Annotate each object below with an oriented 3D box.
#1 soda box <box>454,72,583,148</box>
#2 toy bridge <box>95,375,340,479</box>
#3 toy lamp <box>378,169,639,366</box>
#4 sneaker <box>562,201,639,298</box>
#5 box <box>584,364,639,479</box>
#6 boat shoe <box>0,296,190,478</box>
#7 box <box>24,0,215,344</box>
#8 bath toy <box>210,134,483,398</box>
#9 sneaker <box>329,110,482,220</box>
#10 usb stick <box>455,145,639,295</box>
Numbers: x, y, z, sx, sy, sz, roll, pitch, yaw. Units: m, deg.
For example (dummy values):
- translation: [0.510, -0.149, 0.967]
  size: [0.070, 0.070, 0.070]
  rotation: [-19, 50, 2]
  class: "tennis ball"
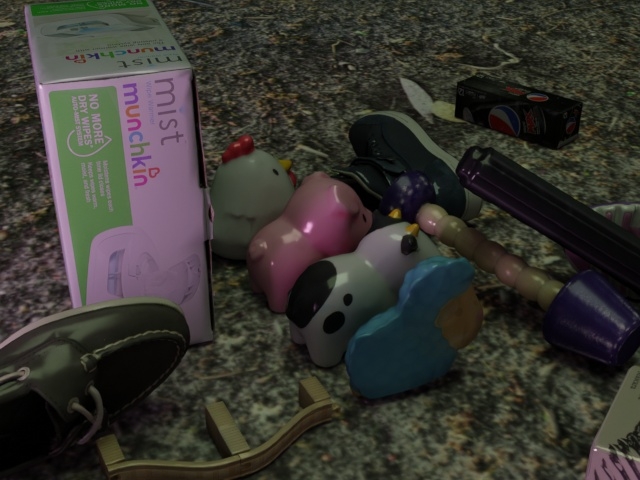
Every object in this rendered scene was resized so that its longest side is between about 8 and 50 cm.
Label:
- translation: [0.267, -0.178, 1.289]
  size: [0.169, 0.053, 0.060]
  rotation: [25, 38, 37]
  class: "soda box"
- translation: [-0.069, 0.151, 0.717]
  size: [0.188, 0.026, 0.063]
  rotation: [-13, 34, -23]
  class: "toy bridge"
- translation: [0.174, 0.022, 0.880]
  size: [0.080, 0.080, 0.275]
  rotation: [-23, 46, -36]
  class: "toy lamp"
- translation: [0.347, -0.003, 0.949]
  size: [0.237, 0.095, 0.104]
  rotation: [1, 22, -10]
  class: "sneaker"
- translation: [0.314, 0.181, 0.602]
  size: [0.275, 0.094, 0.113]
  rotation: [15, 32, 25]
  class: "box"
- translation: [-0.239, 0.139, 0.668]
  size: [0.335, 0.112, 0.095]
  rotation: [-18, 47, -21]
  class: "boat shoe"
- translation: [-0.182, -0.064, 0.861]
  size: [0.127, 0.261, 0.231]
  rotation: [-9, 31, -15]
  class: "box"
- translation: [0.000, 0.000, 0.888]
  size: [0.151, 0.129, 0.348]
  rotation: [-17, 33, -28]
  class: "bath toy"
- translation: [0.053, -0.081, 1.075]
  size: [0.163, 0.086, 0.226]
  rotation: [-13, 33, -27]
  class: "sneaker"
- translation: [0.248, -0.002, 0.853]
  size: [0.278, 0.045, 0.077]
  rotation: [31, 11, 0]
  class: "usb stick"
